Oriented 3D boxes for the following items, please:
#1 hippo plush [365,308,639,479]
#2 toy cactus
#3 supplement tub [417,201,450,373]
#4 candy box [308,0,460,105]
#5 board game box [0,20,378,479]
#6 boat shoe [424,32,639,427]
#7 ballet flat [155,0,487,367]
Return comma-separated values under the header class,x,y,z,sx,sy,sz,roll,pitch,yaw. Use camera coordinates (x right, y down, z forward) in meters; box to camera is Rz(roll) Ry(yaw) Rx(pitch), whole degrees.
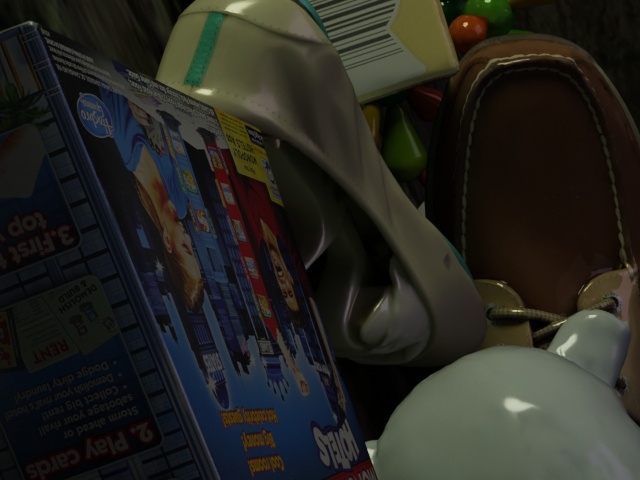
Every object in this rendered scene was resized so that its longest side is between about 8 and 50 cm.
class,x,y,z,sx,sy,sz,roll,pitch,yaw
hippo plush,0.086,0.159,0.637,0.236,0.234,0.294,41,-27,36
toy cactus,0.046,-0.131,1.013,0.112,0.180,0.219,-43,156,-39
supplement tub,0.139,0.058,1.042,0.144,0.144,0.199,-99,163,-44
candy box,-0.023,-0.217,0.841,0.183,0.087,0.316,-92,165,-85
board game box,-0.039,0.054,0.495,0.194,0.060,0.194,18,53,-74
boat shoe,0.121,0.059,0.870,0.116,0.123,0.324,-93,173,-70
ballet flat,0.000,0.000,0.744,0.248,0.086,0.086,56,18,-41
